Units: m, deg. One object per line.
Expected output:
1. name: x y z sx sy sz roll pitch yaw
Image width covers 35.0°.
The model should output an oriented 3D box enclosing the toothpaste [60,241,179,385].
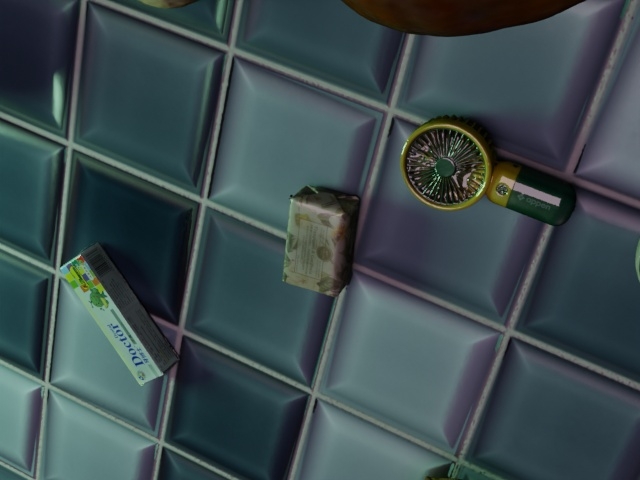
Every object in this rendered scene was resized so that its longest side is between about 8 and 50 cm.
1. toothpaste: -0.223 0.081 1.130 0.046 0.034 0.164 -28 99 37

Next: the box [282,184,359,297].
1. box: 0.000 0.000 0.975 0.062 0.045 0.098 14 117 19

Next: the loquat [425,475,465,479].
1. loquat: 0.129 0.300 1.003 0.141 0.141 0.141 11 117 22

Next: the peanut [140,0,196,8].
1. peanut: -0.169 -0.269 0.908 0.228 0.085 0.104 26 119 12

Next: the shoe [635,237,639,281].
1. shoe: 0.305 -0.006 0.789 0.071 0.099 0.169 37 124 3

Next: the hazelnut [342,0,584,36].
1. hazelnut: 0.084 -0.332 0.619 0.359 0.359 0.409 15 110 20

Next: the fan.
1. fan: 0.146 -0.055 0.881 0.155 0.039 0.082 24 121 13
